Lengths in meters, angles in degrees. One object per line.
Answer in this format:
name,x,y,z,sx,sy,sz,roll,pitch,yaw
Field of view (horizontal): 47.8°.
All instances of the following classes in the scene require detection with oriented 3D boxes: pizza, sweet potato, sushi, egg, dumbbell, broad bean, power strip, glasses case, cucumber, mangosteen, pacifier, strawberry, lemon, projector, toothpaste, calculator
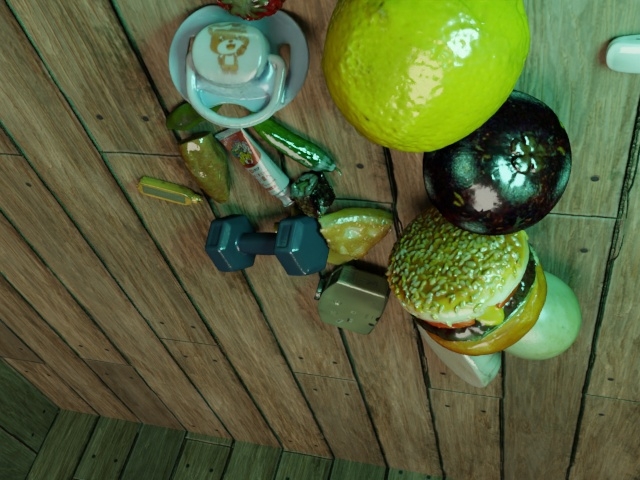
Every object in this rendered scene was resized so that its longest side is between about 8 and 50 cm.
pizza,0.089,-0.017,1.753,0.182,0.062,0.161,-15,130,-5
sweet potato,-0.264,-0.172,1.716,0.097,0.097,0.252,6,150,17
sushi,-0.014,-0.107,1.683,0.098,0.094,0.084,13,150,39
egg,0.481,0.166,1.748,0.295,0.218,0.218,24,146,3
dumbbell,-0.135,0.008,1.813,0.324,0.144,0.160,0,131,38
broad bean,-0.262,-0.291,1.574,0.065,0.046,0.254,42,138,-22
power strip,-0.391,-0.126,1.882,0.178,0.028,0.049,15,146,3
glasses case,0.559,-0.308,1.193,0.164,0.041,0.063,4,143,19
cucumber,-0.054,-0.206,1.597,0.250,0.056,0.056,29,144,-16
mangosteen,0.319,-0.142,1.345,0.288,0.288,0.288,12,146,8
pacifier,-0.147,-0.326,1.394,0.278,0.228,0.207,8,-175,13
strawberry,-0.124,-0.447,1.257,0.145,0.086,0.145,17,147,12
lemon,0.161,-0.305,1.144,0.336,0.336,0.336,12,146,8
projector,0.083,0.160,2.020,0.193,0.088,0.269,18,149,0
toothpaste,-0.142,-0.177,1.688,0.089,0.057,0.234,-16,126,44
calculator,0.000,0.000,1.887,0.236,0.033,0.157,26,145,-17

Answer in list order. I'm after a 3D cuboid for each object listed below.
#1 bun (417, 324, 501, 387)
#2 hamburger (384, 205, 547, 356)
bun,0.409,0.258,1.977,0.263,0.175,0.263,47,168,14
hamburger,0.315,0.068,1.588,0.329,0.330,0.250,-7,146,32
